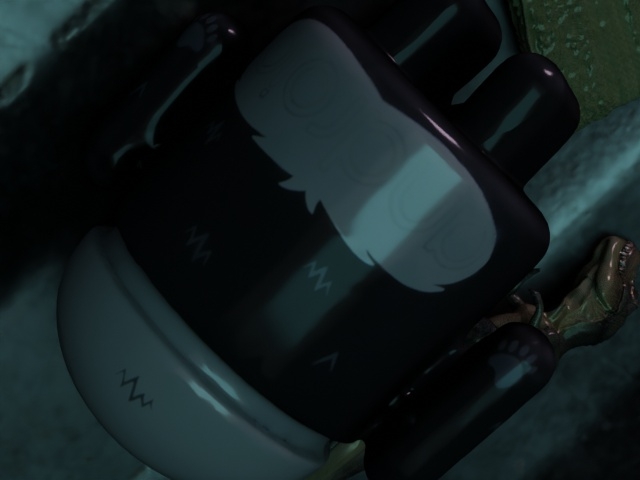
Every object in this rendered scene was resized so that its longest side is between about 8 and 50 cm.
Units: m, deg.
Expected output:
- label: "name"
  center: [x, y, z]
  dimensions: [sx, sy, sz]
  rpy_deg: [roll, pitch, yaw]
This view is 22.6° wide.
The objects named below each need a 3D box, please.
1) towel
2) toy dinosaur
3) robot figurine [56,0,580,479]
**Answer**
- label: "towel"
  center: [0.150, -0.138, 0.858]
  dimensions: [0.110, 0.027, 0.148]
  rpy_deg: [-24, 115, -6]
- label: "toy dinosaur"
  center: [0.062, 0.062, 0.899]
  dimensions: [0.268, 0.064, 0.118]
  rpy_deg: [-31, 123, 2]
- label: "robot figurine"
  center: [-0.001, -0.001, 0.787]
  dimensions: [0.278, 0.209, 0.173]
  rpy_deg: [-45, 127, 7]
